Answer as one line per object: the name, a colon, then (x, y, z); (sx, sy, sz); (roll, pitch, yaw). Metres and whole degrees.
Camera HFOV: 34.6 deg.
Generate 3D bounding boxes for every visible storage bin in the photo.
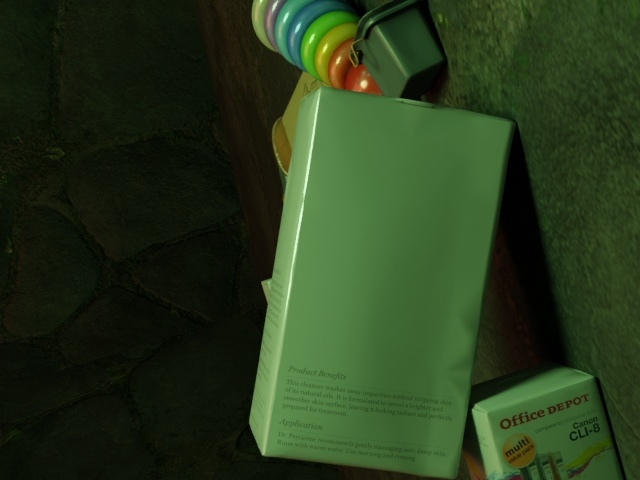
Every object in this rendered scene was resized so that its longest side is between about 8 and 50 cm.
storage bin: (0.093, -0.223, 1.249); (0.091, 0.098, 0.135); (61, 169, 10)

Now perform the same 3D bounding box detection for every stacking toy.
stacking toy: (0.024, -0.271, 1.441); (0.330, 0.141, 0.141); (-129, 23, -48)

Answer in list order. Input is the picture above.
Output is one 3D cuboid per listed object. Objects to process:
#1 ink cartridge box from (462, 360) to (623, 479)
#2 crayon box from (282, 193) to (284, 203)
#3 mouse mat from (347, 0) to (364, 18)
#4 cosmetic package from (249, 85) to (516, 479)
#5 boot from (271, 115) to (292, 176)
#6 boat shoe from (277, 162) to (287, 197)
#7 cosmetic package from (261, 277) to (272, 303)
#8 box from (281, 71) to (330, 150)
ink cartridge box: (0.232, 0.233, 1.093); (0.127, 0.128, 0.176); (180, 74, -80)
crayon box: (0.000, 0.000, 2.191); (0.165, 0.081, 0.278); (109, 143, -74)
mouse mat: (0.033, -0.365, 1.591); (0.189, 0.007, 0.152); (124, 129, -77)
cosmetic package: (0.059, 0.042, 1.106); (0.156, 0.217, 0.385); (-176, 96, -80)
boot: (-0.006, -0.151, 1.873); (0.220, 0.109, 0.283); (99, 153, -68)
boat shoe: (-0.025, -0.101, 2.062); (0.099, 0.116, 0.319); (83, 172, -63)
cosmetic package: (0.033, 0.056, 1.605); (0.099, 0.239, 0.060); (175, 78, -81)
box: (-0.008, -0.224, 1.761); (0.201, 0.021, 0.164); (118, 145, -43)
